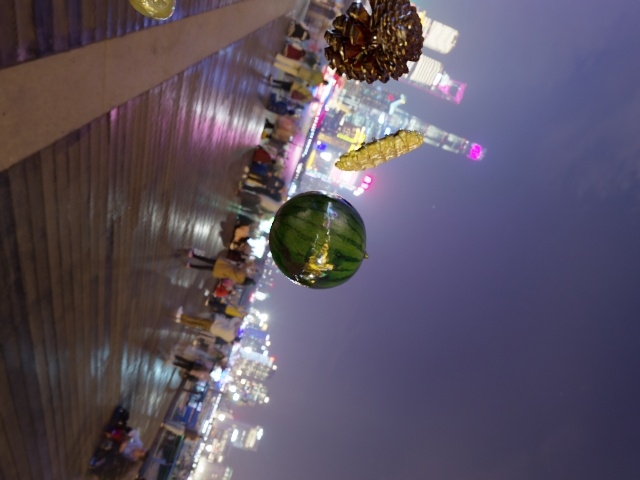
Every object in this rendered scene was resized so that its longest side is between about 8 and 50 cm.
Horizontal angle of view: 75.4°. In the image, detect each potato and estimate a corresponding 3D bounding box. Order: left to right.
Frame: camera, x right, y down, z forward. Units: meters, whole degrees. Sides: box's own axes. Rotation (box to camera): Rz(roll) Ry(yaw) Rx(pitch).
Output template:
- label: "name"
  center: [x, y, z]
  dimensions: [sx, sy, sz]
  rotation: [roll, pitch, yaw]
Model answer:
- label: "potato"
  center: [-0.576, -0.829, 1.393]
  dimensions: [0.194, 0.157, 0.157]
  rotation: [35, -70, 39]

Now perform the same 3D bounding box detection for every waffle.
- label: "waffle"
  center: [0.202, -0.309, 1.464]
  dimensions: [0.329, 0.328, 0.062]
  rotation: [149, -78, -81]

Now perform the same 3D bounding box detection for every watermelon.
- label: "watermelon"
  center: [-0.005, -0.002, 1.001]
  dimensions: [0.242, 0.242, 0.243]
  rotation: [-160, -90, -84]

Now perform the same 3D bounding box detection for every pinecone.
- label: "pinecone"
  center: [0.138, -0.563, 1.168]
  dimensions: [0.291, 0.246, 0.247]
  rotation: [9, -106, 39]
